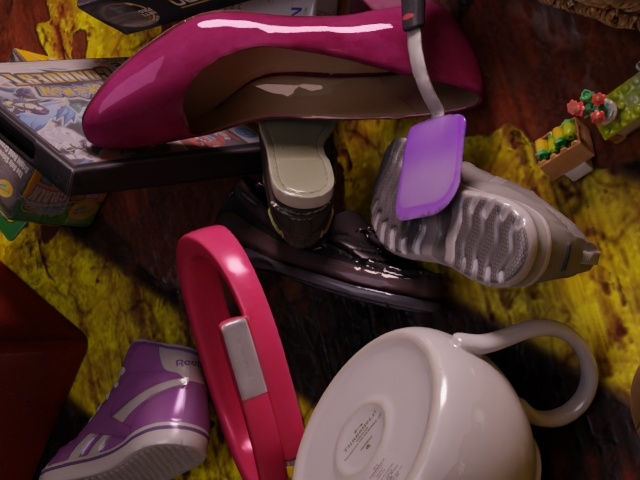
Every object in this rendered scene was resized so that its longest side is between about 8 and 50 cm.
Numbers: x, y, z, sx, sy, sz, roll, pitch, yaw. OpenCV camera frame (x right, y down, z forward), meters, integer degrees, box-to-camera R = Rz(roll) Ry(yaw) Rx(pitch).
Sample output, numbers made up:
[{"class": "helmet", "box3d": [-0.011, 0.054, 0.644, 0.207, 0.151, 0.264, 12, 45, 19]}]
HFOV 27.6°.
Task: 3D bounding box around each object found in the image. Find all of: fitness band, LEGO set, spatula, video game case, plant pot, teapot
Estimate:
[{"class": "fitness band", "box3d": [-0.079, 0.127, 1.307, 0.209, 0.054, 0.291, -151, 46, -70]}, {"class": "LEGO set", "box3d": [0.294, -0.116, 1.093, 0.287, 0.107, 0.132, 5, 89, 38]}, {"class": "spatula", "box3d": [0.093, -0.168, 1.182, 0.084, 0.030, 0.296, -9, 83, 52]}, {"class": "video game case", "box3d": [-0.223, -0.131, 1.399, 0.248, 0.275, 0.035, 36, 121, 35]}, {"class": "plant pot", "box3d": [-0.496, 0.168, 1.609, 0.267, 0.236, 0.267, 34, 106, 36]}, {"class": "teapot", "box3d": [0.110, 0.208, 1.168, 0.256, 0.187, 0.252, -29, 40, 50]}]

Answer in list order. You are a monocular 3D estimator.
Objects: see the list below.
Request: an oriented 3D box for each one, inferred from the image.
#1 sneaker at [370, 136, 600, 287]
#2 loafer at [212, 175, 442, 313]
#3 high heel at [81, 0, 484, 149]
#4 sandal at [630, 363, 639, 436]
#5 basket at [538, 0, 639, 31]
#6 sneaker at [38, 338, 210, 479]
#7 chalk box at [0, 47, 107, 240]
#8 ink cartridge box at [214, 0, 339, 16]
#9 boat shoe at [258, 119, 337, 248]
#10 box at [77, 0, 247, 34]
[{"class": "sneaker", "box3d": [0.142, -0.016, 1.212, 0.281, 0.115, 0.105, 40, 116, 55]}, {"class": "loafer", "box3d": [0.000, 0.000, 1.320, 0.302, 0.109, 0.095, 15, 91, 41]}, {"class": "high heel", "box3d": [-0.037, -0.140, 1.250, 0.377, 0.127, 0.181, -26, 57, -2]}, {"class": "sandal", "box3d": [0.321, 0.173, 1.087, 0.072, 0.049, 0.180, -39, 78, 35]}, {"class": "basket", "box3d": [0.240, -0.351, 1.151, 0.299, 0.223, 0.213, 26, 60, 40]}, {"class": "sneaker", "box3d": [-0.220, 0.204, 1.492, 0.282, 0.102, 0.161, -27, 52, 37]}, {"class": "chalk box", "box3d": [-0.334, -0.101, 1.576, 0.132, 0.132, 0.213, 44, 113, 31]}, {"class": "ink cartridge box", "box3d": [-0.075, -0.287, 1.440, 0.224, 0.045, 0.223, 7, 90, 39]}, {"class": "boat shoe", "box3d": [-0.024, -0.079, 1.318, 0.228, 0.081, 0.068, -91, 4, -56]}, {"class": "box", "box3d": [-0.107, -0.445, 1.403, 0.318, 0.097, 0.395, -8, 71, 32]}]
